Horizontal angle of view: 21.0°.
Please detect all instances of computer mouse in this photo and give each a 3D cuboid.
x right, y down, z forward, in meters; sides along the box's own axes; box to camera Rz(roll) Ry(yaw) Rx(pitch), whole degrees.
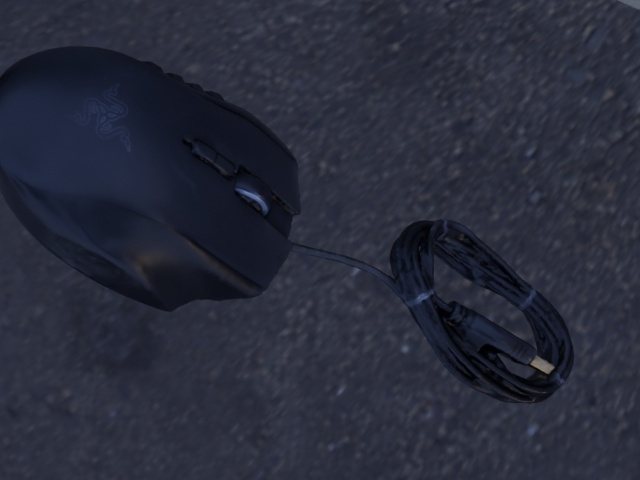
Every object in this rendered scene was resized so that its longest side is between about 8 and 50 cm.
[{"bbox_3d":[0.000,0.000,0.572,0.242,0.071,0.041,22,152,-31],"label":"computer mouse"}]

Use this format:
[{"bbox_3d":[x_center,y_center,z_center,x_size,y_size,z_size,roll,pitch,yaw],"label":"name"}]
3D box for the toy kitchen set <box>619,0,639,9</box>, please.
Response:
[{"bbox_3d":[0.155,-0.211,0.643,0.166,0.207,0.122,45,155,8],"label":"toy kitchen set"}]
